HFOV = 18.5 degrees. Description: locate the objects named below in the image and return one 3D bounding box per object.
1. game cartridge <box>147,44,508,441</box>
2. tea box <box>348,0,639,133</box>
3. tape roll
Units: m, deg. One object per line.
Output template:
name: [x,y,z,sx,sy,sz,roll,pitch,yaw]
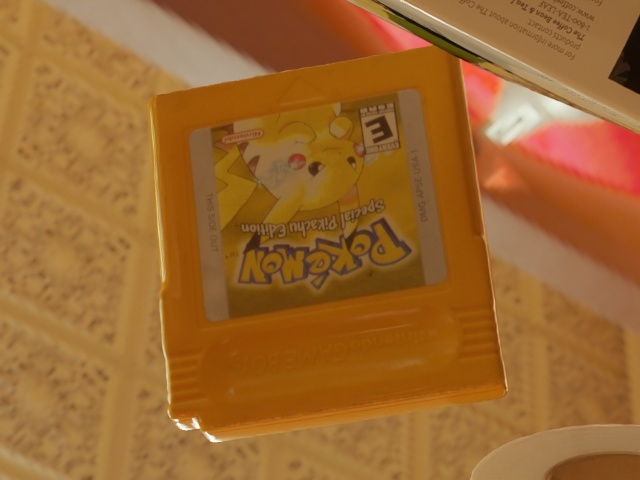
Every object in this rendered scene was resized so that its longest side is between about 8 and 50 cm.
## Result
game cartridge: [0.000,0.000,1.685,0.053,0.285,0.324,67,-165,-63]
tea box: [0.130,-0.238,1.379,0.329,0.220,0.323,23,-176,-32]
tape roll: [0.277,0.264,1.780,0.286,0.286,0.100,-23,-62,-52]
